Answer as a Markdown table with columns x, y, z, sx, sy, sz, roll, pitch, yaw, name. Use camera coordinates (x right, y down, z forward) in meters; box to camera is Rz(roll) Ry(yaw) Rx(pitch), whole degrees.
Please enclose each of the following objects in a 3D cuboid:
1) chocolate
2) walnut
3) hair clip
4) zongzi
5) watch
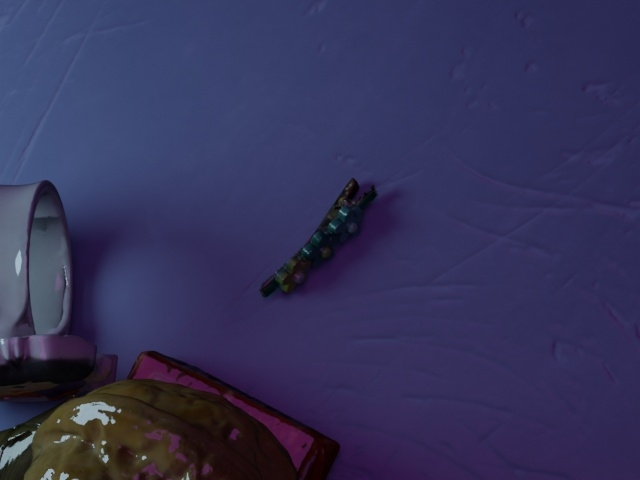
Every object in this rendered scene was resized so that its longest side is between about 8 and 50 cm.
| x | y | z | sx | sy | sz | roll | pitch | yaw | name |
| --- | --- | --- | --- | --- | --- | --- | --- | --- | --- |
| -0.132 | 0.253 | 1.606 | 0.237 | 0.108 | 0.235 | 27 | 76 | 9 | chocolate |
| -0.153 | 0.240 | 1.450 | 0.257 | 0.257 | 0.224 | 25 | 43 | 10 | walnut |
| 0.000 | 0.000 | 1.716 | 0.049 | 0.049 | 0.173 | 39 | 76 | 13 | hair clip |
| -0.348 | 0.205 | 1.612 | 0.189 | 0.081 | 0.178 | 20 | 106 | 9 | zongzi |
| -0.307 | 0.049 | 1.608 | 0.196 | 0.244 | 0.231 | 0 | 79 | 3 | watch |
